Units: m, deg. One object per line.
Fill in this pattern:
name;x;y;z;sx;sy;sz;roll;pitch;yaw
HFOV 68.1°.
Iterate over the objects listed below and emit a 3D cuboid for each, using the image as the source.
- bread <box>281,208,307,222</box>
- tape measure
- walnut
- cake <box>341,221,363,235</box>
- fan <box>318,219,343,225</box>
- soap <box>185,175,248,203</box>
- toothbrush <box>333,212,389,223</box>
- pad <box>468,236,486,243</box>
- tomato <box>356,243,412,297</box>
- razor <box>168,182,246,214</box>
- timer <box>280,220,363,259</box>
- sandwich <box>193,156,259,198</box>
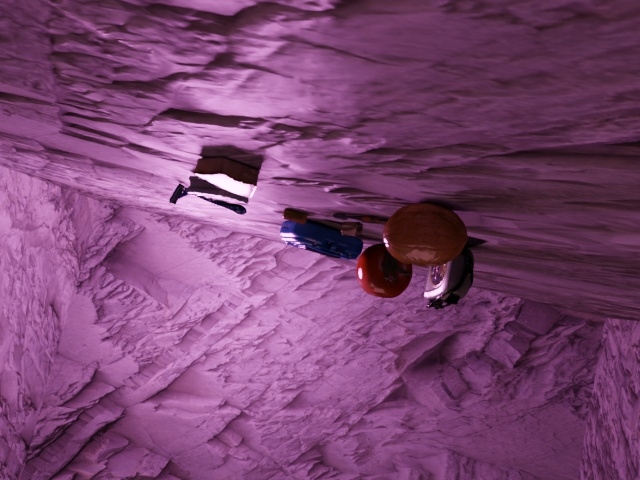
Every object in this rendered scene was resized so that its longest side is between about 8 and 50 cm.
bread;-0.100;-0.091;1.813;0.094;0.035;0.090;14;175;-6
tape measure;0.459;0.136;1.661;0.115;0.236;0.207;12;175;-13
walnut;0.251;-0.013;1.142;0.206;0.159;0.159;3;170;29
cake;0.111;-0.041;1.620;0.055;0.051;0.140;5;-177;15
fan;0.094;-0.044;1.947;0.182;0.010;0.310;16;175;16
soap;-0.320;-0.161;1.482;0.198;0.064;0.114;9;174;42
toothbrush;0.159;-0.066;1.500;0.031;0.023;0.320;9;180;-43
pad;0.429;-0.003;1.577;0.181;0.004;0.267;13;175;2
tomato;0.285;0.138;2.125;0.255;0.256;0.224;15;159;-12
razor;-0.440;-0.161;1.899;0.324;0.093;0.056;13;-144;-39
timer;0.000;0.000;2.081;0.339;0.115;0.309;17;173;-25
sandwich;-0.210;-0.160;1.245;0.162;0.058;0.193;8;170;42
